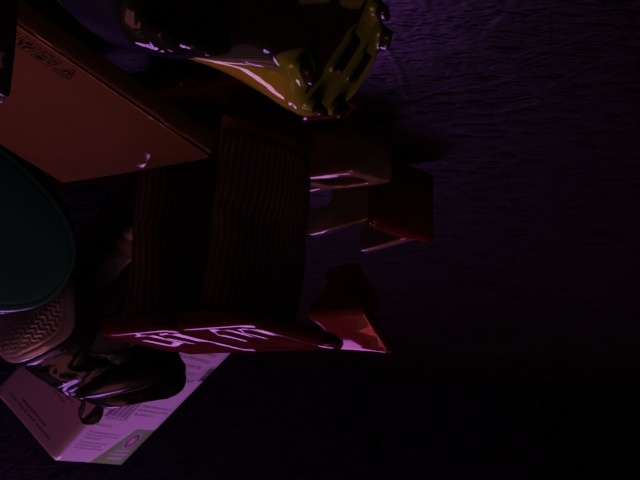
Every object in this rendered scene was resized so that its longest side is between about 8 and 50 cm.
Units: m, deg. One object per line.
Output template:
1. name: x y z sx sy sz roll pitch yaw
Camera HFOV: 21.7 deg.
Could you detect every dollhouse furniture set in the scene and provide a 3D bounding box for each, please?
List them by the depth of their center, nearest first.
1. dollhouse furniture set: 0.000 0.000 1.353 0.152 0.201 0.374 -5 168 34

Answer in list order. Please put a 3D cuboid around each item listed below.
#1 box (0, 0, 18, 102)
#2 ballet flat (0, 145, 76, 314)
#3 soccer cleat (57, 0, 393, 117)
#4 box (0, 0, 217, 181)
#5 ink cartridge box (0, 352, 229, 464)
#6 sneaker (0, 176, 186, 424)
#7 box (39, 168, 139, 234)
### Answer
1. box: -0.286 -0.135 0.885 0.207 0.108 0.153 -2 169 19
2. ballet flat: -0.399 -0.067 1.275 0.182 0.164 0.482 22 180 39
3. soccer cleat: -0.054 -0.141 0.960 0.121 0.093 0.289 31 -171 27
4. box: -0.198 -0.101 1.166 0.164 0.021 0.201 -7 151 41
5. ink cartridge box: -0.211 0.125 1.942 0.115 0.273 0.198 45 -175 18
6. sneaker: -0.151 0.045 1.487 0.153 0.268 0.101 50 176 -28
7. box: -0.243 0.019 1.676 0.154 0.142 0.300 4 170 -14
